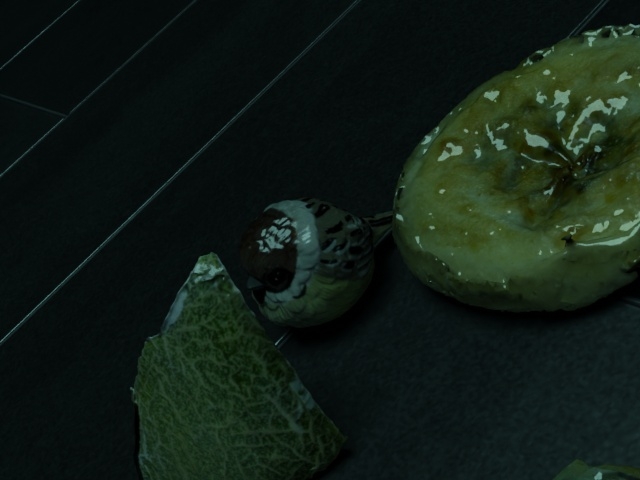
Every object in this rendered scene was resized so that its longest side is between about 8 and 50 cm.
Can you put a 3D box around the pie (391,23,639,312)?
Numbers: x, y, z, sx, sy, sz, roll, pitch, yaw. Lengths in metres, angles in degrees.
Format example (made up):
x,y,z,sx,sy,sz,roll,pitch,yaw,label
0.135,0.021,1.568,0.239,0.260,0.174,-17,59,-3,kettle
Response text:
x,y,z,sx,sy,sz,roll,pitch,yaw,label
0.173,-0.058,0.834,0.274,0.055,0.274,-24,34,18,pie

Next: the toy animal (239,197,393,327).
x,y,z,sx,sy,sz,roll,pitch,yaw,label
0.000,0.000,0.883,0.137,0.098,0.098,-45,33,-16,toy animal

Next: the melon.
x,y,z,sx,sy,sz,roll,pitch,yaw,label
-0.045,0.105,0.785,0.139,0.202,0.093,20,32,14,melon

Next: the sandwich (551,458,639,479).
x,y,z,sx,sy,sz,roll,pitch,yaw,label
0.148,0.225,0.442,0.301,0.099,0.271,10,53,51,sandwich
